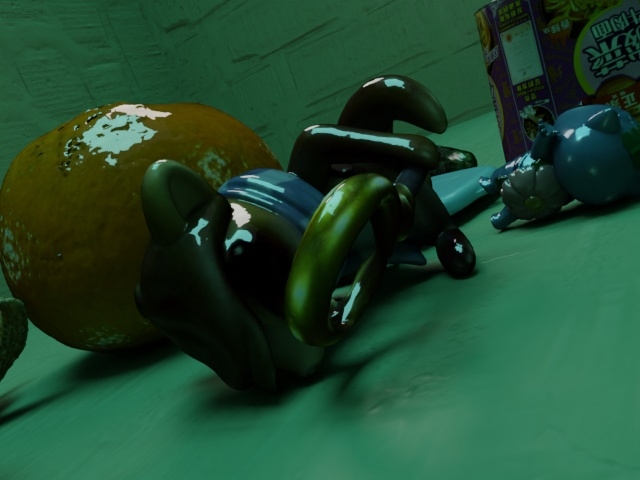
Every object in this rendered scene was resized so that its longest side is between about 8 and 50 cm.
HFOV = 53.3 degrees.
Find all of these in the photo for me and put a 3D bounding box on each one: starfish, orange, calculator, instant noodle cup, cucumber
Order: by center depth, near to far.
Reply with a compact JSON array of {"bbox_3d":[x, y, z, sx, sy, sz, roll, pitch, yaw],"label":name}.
[{"bbox_3d":[-0.467,0.199,0.786,0.327,0.094,0.375,-44,10,-1],"label":"starfish"},{"bbox_3d":[-0.252,-0.033,0.918,0.424,0.326,0.424,-22,10,4],"label":"orange"},{"bbox_3d":[0.398,-0.272,0.964,0.340,0.265,0.340,-21,9,4],"label":"instant noodle cup"},{"bbox_3d":[0.098,-0.037,0.987,0.386,0.054,0.256,-14,12,42],"label":"calculator"},{"bbox_3d":[0.245,-0.144,1.221,0.075,0.074,0.241,-23,11,-1],"label":"cucumber"}]

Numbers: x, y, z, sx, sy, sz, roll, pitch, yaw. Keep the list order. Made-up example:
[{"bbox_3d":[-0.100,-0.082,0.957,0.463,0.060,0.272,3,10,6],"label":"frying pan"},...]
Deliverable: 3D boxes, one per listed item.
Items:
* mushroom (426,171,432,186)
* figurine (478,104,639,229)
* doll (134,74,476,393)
[{"bbox_3d":[0.064,-0.019,0.811,0.210,0.094,0.072,-39,-42,19],"label":"mushroom"},{"bbox_3d":[0.262,-0.081,0.683,0.178,0.114,0.144,-27,2,39],"label":"figurine"},{"bbox_3d":[0.004,0.003,0.589,0.340,0.209,0.318,-27,-23,-40],"label":"doll"}]
